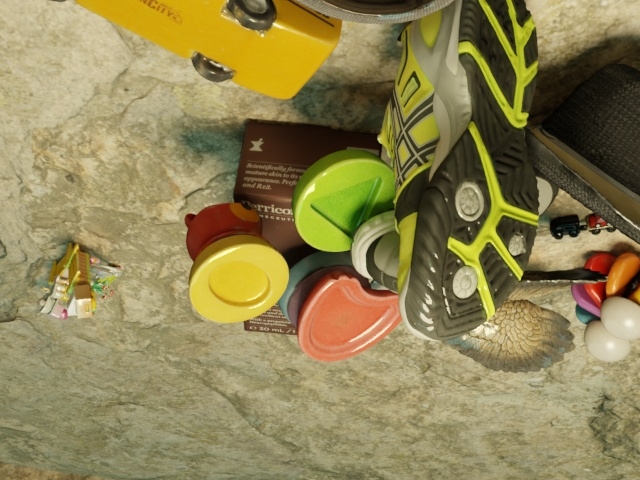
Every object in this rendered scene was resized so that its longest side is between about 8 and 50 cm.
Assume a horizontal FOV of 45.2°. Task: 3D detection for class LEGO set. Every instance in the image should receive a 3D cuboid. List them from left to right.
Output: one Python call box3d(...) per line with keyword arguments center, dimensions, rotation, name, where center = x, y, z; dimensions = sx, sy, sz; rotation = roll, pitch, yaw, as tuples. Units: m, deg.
box3d(center=(-0.403, 0.080, 1.349), dimensions=(0.107, 0.132, 0.287), rotation=(22, 165, -29), name="LEGO set")

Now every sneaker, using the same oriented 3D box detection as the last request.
box3d(center=(0.137, -0.081, 0.819), dimensions=(0.145, 0.385, 0.147), rotation=(21, 162, -33), name="sneaker")
box3d(center=(0.173, -0.007, 0.900), dimensions=(0.271, 0.108, 0.100), rotation=(-25, 127, -17), name="sneaker")

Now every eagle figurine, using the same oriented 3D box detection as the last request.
box3d(center=(0.239, 0.064, 1.133), dimensions=(0.225, 0.298, 0.226), rotation=(-58, 156, 13), name="eagle figurine")

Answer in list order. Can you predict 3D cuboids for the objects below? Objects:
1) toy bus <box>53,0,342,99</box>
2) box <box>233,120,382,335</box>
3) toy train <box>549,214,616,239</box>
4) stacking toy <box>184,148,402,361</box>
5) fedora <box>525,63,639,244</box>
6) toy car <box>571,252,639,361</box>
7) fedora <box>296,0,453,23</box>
box3d(center=(-0.141, -0.270, 0.794), dimensions=(0.332, 0.130, 0.108), rotation=(24, 143, -22), name="toy bus")
box3d(center=(-0.021, 0.003, 1.163), dimensions=(0.191, 0.143, 0.381), rotation=(6, 144, 2), name="box")
box3d(center=(0.418, -0.029, 1.132), dimensions=(0.158, 0.027, 0.036), rotation=(-8, 132, 22), name="toy train")
box3d(center=(0.000, 0.000, 0.986), dimensions=(0.279, 0.130, 0.309), rotation=(-45, 132, 14), name="stacking toy")
box3d(center=(0.380, -0.095, 0.889), dimensions=(0.334, 0.334, 0.152), rotation=(25, 112, -24), name="fedora")
box3d(center=(0.464, 0.088, 1.212), dimensions=(0.136, 0.159, 0.182), rotation=(36, 152, 20), name="toy car")
box3d(center=(0.040, -0.323, 0.688), dimensions=(0.243, 0.124, 0.275), rotation=(-20, 146, 37), name="fedora")
